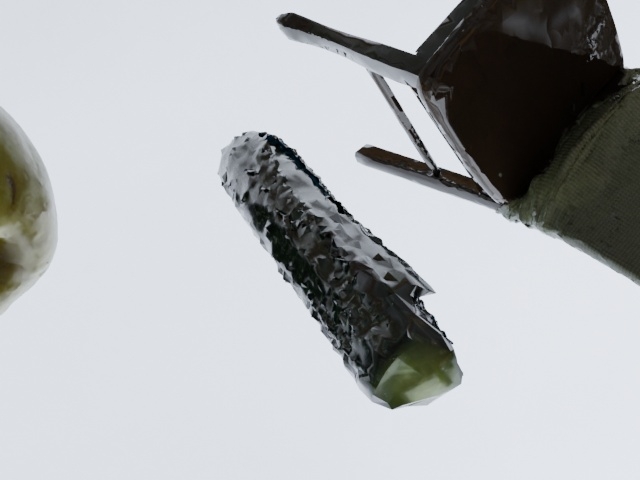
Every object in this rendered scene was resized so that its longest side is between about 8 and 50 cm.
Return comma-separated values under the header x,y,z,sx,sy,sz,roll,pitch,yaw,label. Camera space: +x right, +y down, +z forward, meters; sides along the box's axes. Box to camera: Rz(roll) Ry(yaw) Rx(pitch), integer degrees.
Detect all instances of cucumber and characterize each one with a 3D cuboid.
x,y,z,sx,sy,sz,roll,pitch,yaw,label
-0.001,0.000,0.830,0.043,0.044,0.257,-5,-155,-18,cucumber

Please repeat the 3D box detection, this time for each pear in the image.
x,y,z,sx,sy,sz,roll,pitch,yaw,label
-0.223,-0.020,0.985,0.162,0.149,0.149,31,-113,25,pear

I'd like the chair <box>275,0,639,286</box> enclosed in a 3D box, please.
x,y,z,sx,sy,sz,roll,pitch,yaw,label
0.148,-0.093,1.193,0.319,0.186,0.160,26,-114,43,chair
